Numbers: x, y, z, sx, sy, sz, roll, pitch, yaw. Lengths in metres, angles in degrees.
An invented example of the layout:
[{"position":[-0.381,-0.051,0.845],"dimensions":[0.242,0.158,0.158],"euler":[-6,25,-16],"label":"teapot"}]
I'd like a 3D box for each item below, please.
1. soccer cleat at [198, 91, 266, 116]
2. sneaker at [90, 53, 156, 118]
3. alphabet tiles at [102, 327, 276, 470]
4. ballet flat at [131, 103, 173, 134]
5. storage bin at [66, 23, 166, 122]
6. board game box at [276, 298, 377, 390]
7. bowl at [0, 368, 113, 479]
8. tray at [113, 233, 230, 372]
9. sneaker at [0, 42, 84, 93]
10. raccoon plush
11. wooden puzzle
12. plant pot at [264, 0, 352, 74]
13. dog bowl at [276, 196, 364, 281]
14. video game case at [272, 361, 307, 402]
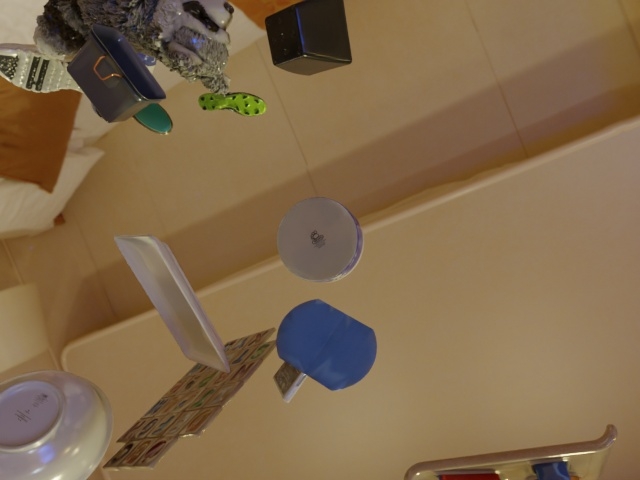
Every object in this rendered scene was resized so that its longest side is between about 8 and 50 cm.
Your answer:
[{"position":[-0.225,-0.361,1.121],"dimensions":[0.178,0.060,0.072],"euler":[6,-146,2],"label":"soccer cleat"},{"position":[-0.651,-0.521,1.445],"dimensions":[0.316,0.127,0.182],"euler":[-51,-142,10],"label":"sneaker"},{"position":[-0.232,0.285,0.816],"dimensions":[0.285,0.011,0.342],"euler":[-24,-167,38],"label":"alphabet tiles"},{"position":[-0.456,-0.331,1.070],"dimensions":[0.073,0.206,0.067],"euler":[-56,-166,-13],"label":"ballet flat"},{"position":[-0.341,-0.261,0.705],"dimensions":[0.091,0.135,0.098],"euler":[-32,-168,18],"label":"storage bin"},{"position":[0.008,0.179,0.731],"dimensions":[0.133,0.168,0.033],"euler":[-50,159,-37],"label":"board game box"},{"position":[-0.600,0.385,0.898],"dimensions":[0.297,0.298,0.134],"euler":[-23,148,-35],"label":"bowl"},{"position":[-0.242,0.102,0.730],"dimensions":[0.145,0.271,0.030],"euler":[1,-149,44],"label":"tray"},{"position":[-0.677,-0.444,1.091],"dimensions":[0.110,0.118,0.292],"euler":[-43,170,26],"label":"sneaker"},{"position":[-0.366,-0.388,0.890],"dimensions":[0.446,0.299,0.216],"euler":[-22,177,34],"label":"raccoon plush"},{"position":[0.357,0.446,0.788],"dimensions":[0.347,0.081,0.322],"euler":[-21,138,14],"label":"wooden puzzle"},{"position":[-0.047,-0.572,1.215],"dimensions":[0.188,0.188,0.167],"euler":[6,-158,45],"label":"plant pot"},{"position":[0.000,0.000,1.362],"dimensions":[0.264,0.265,0.104],"euler":[-22,169,11],"label":"dog bowl"},{"position":[-0.055,0.323,1.146],"dimensions":[0.173,0.022,0.190],"euler":[-52,-170,-10],"label":"video game case"}]
